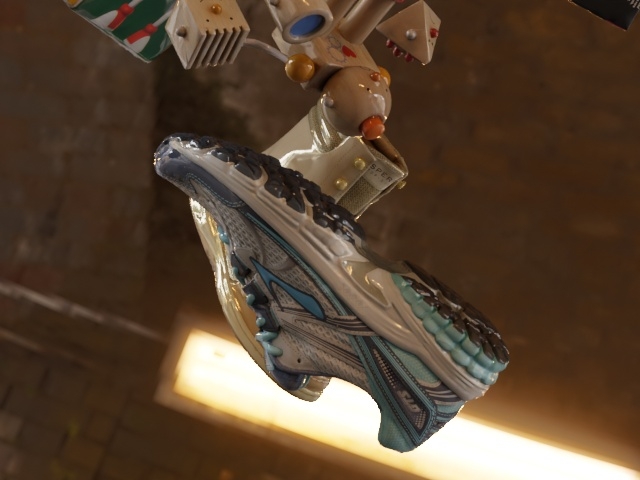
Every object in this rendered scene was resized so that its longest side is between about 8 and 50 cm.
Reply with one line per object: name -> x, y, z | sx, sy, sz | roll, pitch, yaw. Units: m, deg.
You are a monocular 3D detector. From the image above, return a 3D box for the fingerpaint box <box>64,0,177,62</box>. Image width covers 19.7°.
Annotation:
fingerpaint box -> -0.119, -0.405, 1.167 | 0.445, 0.371, 0.163 | 51, 5, 14

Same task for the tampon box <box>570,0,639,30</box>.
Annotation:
tampon box -> 0.199, -0.266, 1.540 | 0.161, 0.101, 0.120 | 26, 14, -21

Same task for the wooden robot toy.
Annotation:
wooden robot toy -> 0.011, -0.090, 0.921 | 0.173, 0.079, 0.076 | 3, -37, -44

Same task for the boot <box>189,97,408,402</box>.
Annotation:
boot -> 0.000, 0.000, 1.729 | 0.203, 0.262, 0.095 | -36, -36, 19

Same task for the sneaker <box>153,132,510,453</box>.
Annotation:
sneaker -> -0.015, 0.037, 1.259 | 0.283, 0.122, 0.110 | 39, 10, 7
